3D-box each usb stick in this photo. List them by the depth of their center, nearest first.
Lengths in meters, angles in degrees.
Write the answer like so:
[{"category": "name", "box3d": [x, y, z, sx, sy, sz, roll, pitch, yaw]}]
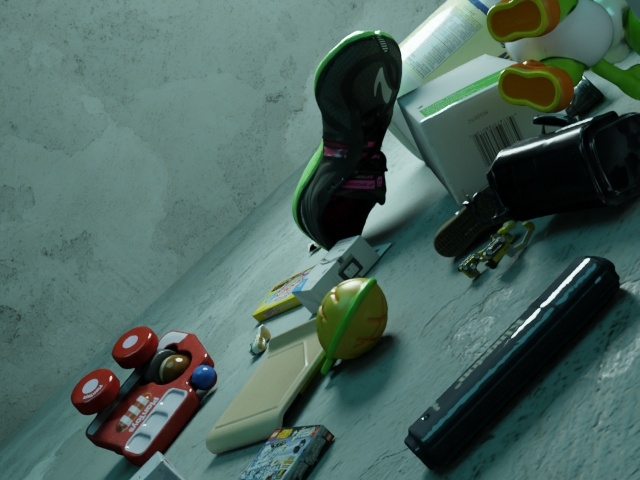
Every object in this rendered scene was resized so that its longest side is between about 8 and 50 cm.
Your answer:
[{"category": "usb stick", "box3d": [0.195, 0.121, 0.935, 0.278, 0.045, 0.077, -45, 12, -4]}]

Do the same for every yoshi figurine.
[{"category": "yoshi figurine", "box3d": [0.407, -0.293, 1.271, 0.362, 0.203, 0.203, -24, -25, -40]}]

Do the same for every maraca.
[{"category": "maraca", "box3d": [0.041, 0.126, 1.341, 0.127, 0.099, 0.185, -49, -14, -37]}]

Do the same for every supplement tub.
[{"category": "supplement tub", "box3d": [0.269, -0.348, 1.922, 0.325, 0.235, 0.235, -43, 11, 3]}]

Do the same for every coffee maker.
[{"category": "coffee maker", "box3d": [0.301, -0.078, 1.125, 0.171, 0.120, 0.178, -49, 14, -20]}]

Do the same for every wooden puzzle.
[{"category": "wooden puzzle", "box3d": [-0.068, 0.232, 1.470, 0.221, 0.044, 0.238, -30, 22, 49]}]

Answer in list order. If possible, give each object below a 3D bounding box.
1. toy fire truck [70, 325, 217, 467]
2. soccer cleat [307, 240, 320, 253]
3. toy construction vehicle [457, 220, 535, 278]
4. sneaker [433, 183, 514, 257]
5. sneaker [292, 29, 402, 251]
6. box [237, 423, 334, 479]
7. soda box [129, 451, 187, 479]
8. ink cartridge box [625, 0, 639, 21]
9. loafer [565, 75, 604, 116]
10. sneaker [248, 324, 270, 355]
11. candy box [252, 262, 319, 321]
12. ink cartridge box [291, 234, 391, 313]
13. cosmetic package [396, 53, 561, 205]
[{"category": "toy fire truck", "box3d": [-0.332, 0.313, 1.854, 0.254, 0.169, 0.302, 5, 45, 43]}, {"category": "soccer cleat", "box3d": [0.000, 0.000, 2.117, 0.083, 0.029, 0.035, -41, 20, 29]}, {"category": "toy construction vehicle", "box3d": [0.239, 0.014, 1.231, 0.098, 0.035, 0.086, -43, 0, -11]}, {"category": "sneaker", "box3d": [0.243, -0.048, 1.345, 0.188, 0.066, 0.071, -36, 8, 28]}, {"category": "sneaker", "box3d": [0.077, -0.174, 1.761, 0.202, 0.185, 0.482, -125, 35, -44]}, {"category": "box", "box3d": [-0.047, 0.288, 1.206, 0.094, 0.027, 0.137, -51, 14, -28]}, {"category": "soda box", "box3d": [-0.308, 0.441, 1.446, 0.216, 0.069, 0.074, -45, 11, -11]}, {"category": "ink cartridge box", "box3d": [0.488, -0.296, 0.864, 0.384, 0.279, 0.160, -49, 13, -23]}, {"category": "loafer", "box3d": [0.412, -0.247, 1.511, 0.061, 0.062, 0.170, -45, 9, 16]}, {"category": "sneaker", "box3d": [-0.123, 0.197, 1.799, 0.037, 0.032, 0.083, -39, 11, 20]}, {"category": "candy box", "box3d": [-0.063, 0.109, 1.928, 0.206, 0.027, 0.105, -28, 22, 54]}, {"category": "ink cartridge box", "box3d": [0.039, 0.051, 1.699, 0.180, 0.060, 0.104, -47, 11, -19]}, {"category": "cosmetic package", "box3d": [0.257, -0.194, 1.523, 0.197, 0.155, 0.365, -27, 14, 4]}]
